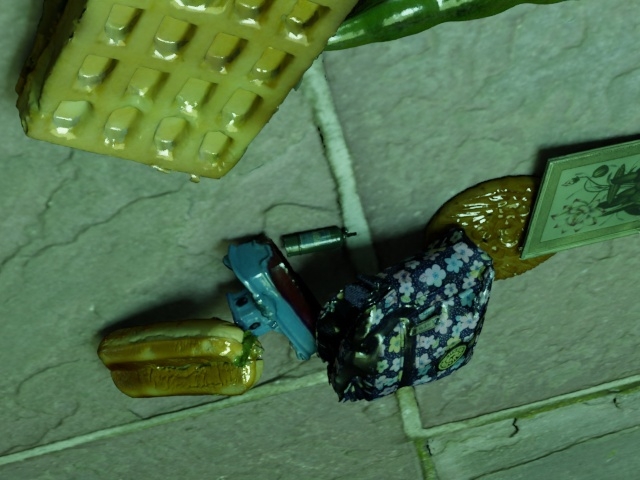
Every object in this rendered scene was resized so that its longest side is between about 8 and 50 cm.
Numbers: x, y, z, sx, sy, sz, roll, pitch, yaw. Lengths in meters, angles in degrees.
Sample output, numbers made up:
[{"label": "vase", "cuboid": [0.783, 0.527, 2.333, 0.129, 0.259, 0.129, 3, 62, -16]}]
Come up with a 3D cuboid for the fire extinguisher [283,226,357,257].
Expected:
[{"label": "fire extinguisher", "cuboid": [0.000, 0.000, 1.217, 0.083, 0.025, 0.038, -11, 180, -2]}]

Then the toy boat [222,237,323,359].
[{"label": "toy boat", "cuboid": [-0.054, 0.085, 1.243, 0.097, 0.100, 0.223, -28, 140, 5]}]

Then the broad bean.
[{"label": "broad bean", "cuboid": [0.128, -0.219, 0.960, 0.298, 0.043, 0.060, -12, 152, -3]}]

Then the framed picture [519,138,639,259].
[{"label": "framed picture", "cuboid": [0.350, -0.055, 1.229, 0.231, 0.010, 0.173, -13, 141, -12]}]

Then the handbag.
[{"label": "handbag", "cuboid": [0.094, 0.098, 1.216, 0.208, 0.127, 0.228, -26, 150, -25]}]

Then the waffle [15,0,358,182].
[{"label": "waffle", "cuboid": [-0.109, -0.190, 0.885, 0.224, 0.098, 0.327, 13, 141, -26]}]

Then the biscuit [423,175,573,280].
[{"label": "biscuit", "cuboid": [0.216, -0.008, 1.264, 0.188, 0.027, 0.187, -8, 141, -7]}]

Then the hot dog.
[{"label": "hot dog", "cuboid": [-0.158, 0.134, 1.242, 0.250, 0.076, 0.104, -12, 119, 37]}]
